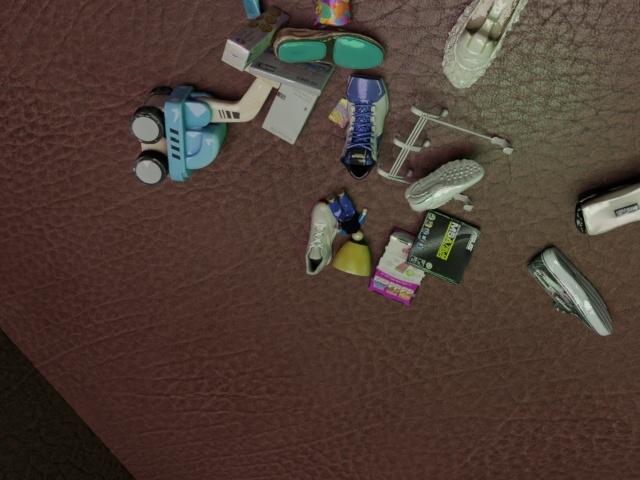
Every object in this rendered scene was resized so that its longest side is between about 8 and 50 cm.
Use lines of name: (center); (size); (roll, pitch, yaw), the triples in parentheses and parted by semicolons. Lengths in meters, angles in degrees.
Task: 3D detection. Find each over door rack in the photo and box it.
over door rack: (0.359, -0.251, 1.830); (0.324, 0.108, 0.240); (20, 124, -12)

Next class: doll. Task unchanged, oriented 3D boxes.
doll: (0.094, -0.076, 2.025); (0.129, 0.046, 0.189); (-29, 117, -1)

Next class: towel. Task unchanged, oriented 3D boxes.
towel: (0.066, -0.389, 1.881); (0.060, 0.009, 0.083); (34, 122, -4)

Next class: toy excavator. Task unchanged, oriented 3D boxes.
toy excavator: (-0.345, -0.381, 1.915); (0.444, 0.222, 0.433); (5, 123, -1)

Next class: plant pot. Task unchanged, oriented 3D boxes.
plant pot: (0.114, 0.053, 2.067); (0.134, 0.134, 0.095); (17, 99, 6)

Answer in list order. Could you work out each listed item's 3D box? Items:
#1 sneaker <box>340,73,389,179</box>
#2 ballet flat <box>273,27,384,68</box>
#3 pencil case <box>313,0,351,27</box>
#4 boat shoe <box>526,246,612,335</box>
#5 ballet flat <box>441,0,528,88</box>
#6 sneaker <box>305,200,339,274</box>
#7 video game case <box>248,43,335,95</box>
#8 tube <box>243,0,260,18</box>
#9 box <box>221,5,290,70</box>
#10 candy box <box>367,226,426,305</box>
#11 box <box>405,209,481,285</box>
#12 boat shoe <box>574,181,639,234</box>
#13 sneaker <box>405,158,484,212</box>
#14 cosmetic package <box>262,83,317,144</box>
sneaker: (0.129, -0.310, 1.800); (0.127, 0.182, 0.316); (5, 122, 5)
ballet flat: (0.024, -0.552, 1.726); (0.315, 0.106, 0.108); (2, 135, -15)
pencil case: (0.034, -0.695, 1.661); (0.104, 0.104, 0.237); (10, 120, 11)
boat shoe: (0.784, 0.170, 1.947); (0.119, 0.121, 0.335); (-36, 94, 38)
ballet flat: (0.432, -0.573, 1.593); (0.146, 0.147, 0.409); (27, 124, 0)
sneaker: (0.000, 0.000, 2.062); (0.099, 0.121, 0.263); (10, 121, 11)
video game case: (-0.070, -0.501, 1.748); (0.212, 0.193, 0.023); (19, 140, 5)
tube: (-0.207, -0.728, 1.735); (0.052, 0.080, 0.207); (-21, 120, -22)
box: (-0.168, -0.552, 1.668); (0.067, 0.324, 0.063); (29, 129, 0)
candy box: (0.271, 0.087, 2.062); (0.159, 0.071, 0.234); (22, 124, 2)
box: (0.387, 0.021, 1.947); (0.184, 0.045, 0.191); (24, 87, 5)
boat shoe: (0.877, -0.121, 1.711); (0.340, 0.158, 0.127); (-13, 108, 22)
sneaker: (0.365, -0.155, 1.794); (0.234, 0.090, 0.095); (-22, 141, 16)
cosmetic package: (-0.075, -0.419, 1.862); (0.117, 0.085, 0.231); (29, 122, -1)
